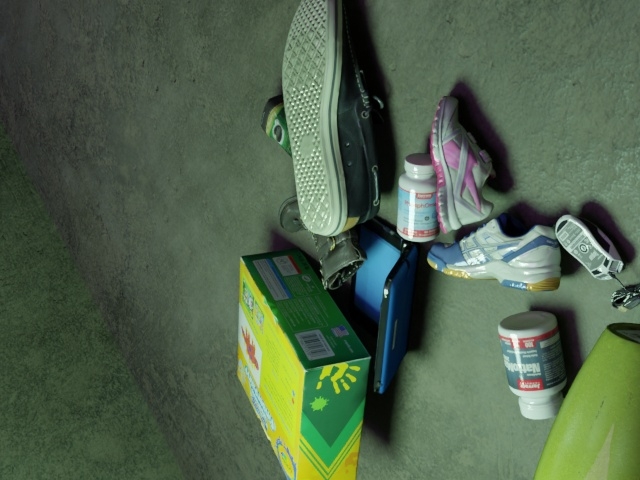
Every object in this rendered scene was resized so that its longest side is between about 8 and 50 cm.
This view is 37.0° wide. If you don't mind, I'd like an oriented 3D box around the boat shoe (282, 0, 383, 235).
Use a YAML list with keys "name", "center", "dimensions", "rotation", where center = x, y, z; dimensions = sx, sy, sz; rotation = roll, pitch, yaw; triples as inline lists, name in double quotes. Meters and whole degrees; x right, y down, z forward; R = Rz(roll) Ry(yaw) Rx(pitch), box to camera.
- name: "boat shoe"
  center: [0.033, -0.262, 1.934]
  dimensions: [0.187, 0.156, 0.500]
  rotation: [0, 96, 57]

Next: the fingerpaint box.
- name: "fingerpaint box"
  center: [-0.051, 0.293, 2.213]
  dimensions: [0.445, 0.163, 0.371]
  rotation: [-126, 33, -52]

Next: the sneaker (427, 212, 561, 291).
- name: "sneaker"
  center: [0.322, 0.012, 1.761]
  dimensions: [0.296, 0.112, 0.130]
  rotation: [8, 97, 49]

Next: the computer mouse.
- name: "computer mouse"
  center: [0.476, 0.027, 1.603]
  dimensions: [0.193, 0.042, 0.106]
  rotation: [50, 146, 14]

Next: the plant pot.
- name: "plant pot"
  center: [0.505, 0.292, 1.546]
  dimensions: [0.275, 0.275, 0.293]
  rotation: [21, 108, 46]

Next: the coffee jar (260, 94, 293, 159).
- name: "coffee jar"
  center: [-0.054, -0.237, 2.113]
  dimensions: [0.184, 0.079, 0.096]
  rotation: [47, 142, 25]

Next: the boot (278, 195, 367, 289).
- name: "boot"
  center: [0.000, 0.000, 2.100]
  dimensions: [0.263, 0.091, 0.228]
  rotation: [-38, 57, 51]

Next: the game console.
- name: "game console"
  center: [0.106, 0.129, 2.031]
  dimensions: [0.173, 0.250, 0.293]
  rotation: [14, 122, 18]

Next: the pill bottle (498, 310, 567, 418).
- name: "pill bottle"
  center: [0.394, 0.230, 1.756]
  dimensions: [0.108, 0.108, 0.180]
  rotation: [3, 110, 52]

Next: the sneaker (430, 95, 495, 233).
- name: "sneaker"
  center: [0.261, -0.142, 1.752]
  dimensions: [0.103, 0.111, 0.252]
  rotation: [35, -130, -84]

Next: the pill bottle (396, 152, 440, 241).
- name: "pill bottle"
  center: [0.194, -0.085, 1.865]
  dimensions: [0.087, 0.087, 0.160]
  rotation: [28, 129, 42]
